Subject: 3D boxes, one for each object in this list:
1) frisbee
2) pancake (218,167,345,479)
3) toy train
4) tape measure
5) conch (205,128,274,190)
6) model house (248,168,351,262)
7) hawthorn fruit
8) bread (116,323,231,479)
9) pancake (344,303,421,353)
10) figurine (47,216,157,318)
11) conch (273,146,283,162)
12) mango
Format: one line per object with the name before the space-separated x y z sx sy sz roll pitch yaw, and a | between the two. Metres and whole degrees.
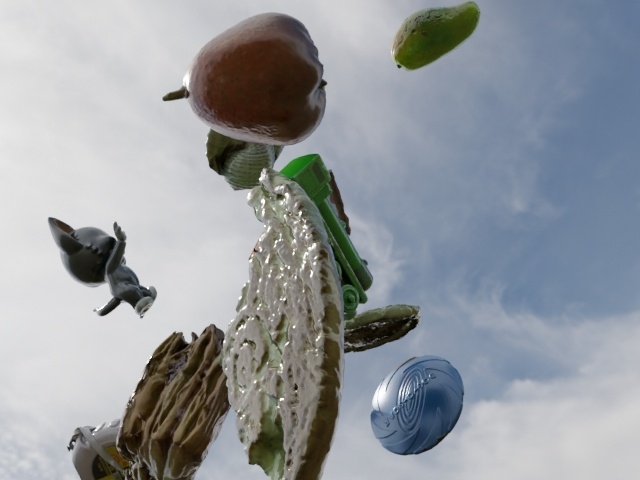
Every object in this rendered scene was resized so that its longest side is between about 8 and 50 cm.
frisbee | 0.207 0.359 1.497 0.242 0.242 0.045 -36 -55 12
pancake | -0.036 0.095 0.642 0.054 0.377 0.197 17 -29 -33
toy train | 0.000 0.000 0.980 0.119 0.085 0.251 -48 -60 -35
tape measure | -0.452 0.508 1.522 0.197 0.120 0.236 -21 -82 4
conch | -0.151 -0.169 1.244 0.135 0.102 0.153 7 -90 -23
model house | -0.073 -0.038 1.713 0.237 0.202 0.237 -1 -48 22
hawthorn fruit | -0.116 -0.236 1.021 0.251 0.199 0.199 -9 -44 0
bread | -0.255 0.307 1.198 0.167 0.277 0.324 27 -41 0
pancake | 0.095 0.189 1.377 0.253 0.037 0.253 -14 -23 -6
figurine | -0.432 0.073 1.368 0.140 0.265 0.193 -28 -26 -13
conch | -0.158 -0.274 1.642 0.187 0.181 0.124 -18 -49 -49
mango | 0.272 -0.499 1.607 0.233 0.111 0.125 -32 -59 12
